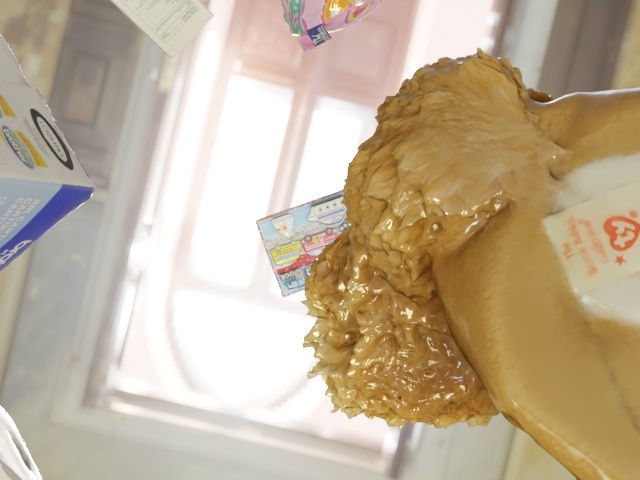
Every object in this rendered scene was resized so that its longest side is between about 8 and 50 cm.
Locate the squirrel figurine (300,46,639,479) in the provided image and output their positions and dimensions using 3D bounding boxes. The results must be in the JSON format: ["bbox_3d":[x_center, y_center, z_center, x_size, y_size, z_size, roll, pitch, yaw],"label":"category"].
[{"bbox_3d":[0.185,0.064,1.124,0.397,0.281,0.370,27,163,25],"label":"squirrel figurine"}]

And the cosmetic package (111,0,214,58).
[{"bbox_3d":[-0.161,-0.230,1.570,0.115,0.060,0.041,45,180,-28],"label":"cosmetic package"}]

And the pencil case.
[{"bbox_3d":[-0.038,-0.349,1.813,0.124,0.284,0.124,-28,-176,2],"label":"pencil case"}]

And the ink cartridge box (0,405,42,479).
[{"bbox_3d":[-0.587,0.384,2.305,0.285,0.395,0.166,48,173,48],"label":"ink cartridge box"}]

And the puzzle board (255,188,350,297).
[{"bbox_3d":[0.000,0.000,1.947,0.128,0.096,0.011,-20,172,-6],"label":"puzzle board"}]

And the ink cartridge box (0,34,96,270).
[{"bbox_3d":[-0.335,-0.106,1.194,0.270,0.151,0.395,57,-160,14],"label":"ink cartridge box"}]
